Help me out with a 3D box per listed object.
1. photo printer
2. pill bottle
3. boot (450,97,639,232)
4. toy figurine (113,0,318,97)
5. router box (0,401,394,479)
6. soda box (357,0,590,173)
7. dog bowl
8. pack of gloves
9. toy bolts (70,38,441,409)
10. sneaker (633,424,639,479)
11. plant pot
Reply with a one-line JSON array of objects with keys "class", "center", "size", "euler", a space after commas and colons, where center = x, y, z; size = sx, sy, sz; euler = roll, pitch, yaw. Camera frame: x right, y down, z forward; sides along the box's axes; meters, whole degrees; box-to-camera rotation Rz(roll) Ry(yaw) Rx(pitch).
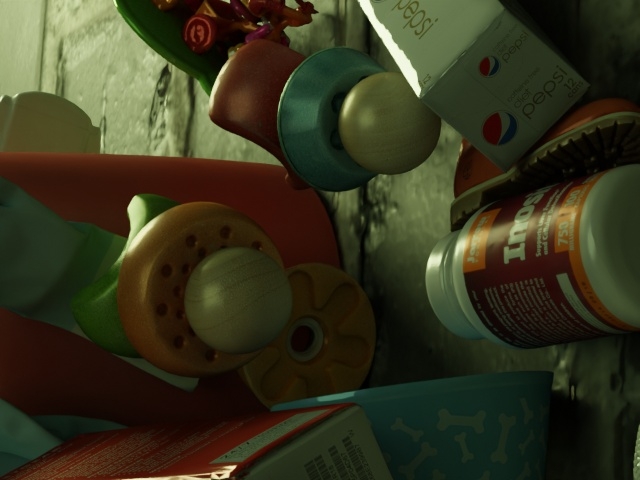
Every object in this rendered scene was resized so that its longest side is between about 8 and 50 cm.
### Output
[{"class": "photo printer", "center": [-0.292, 0.049, 1.494], "size": [0.307, 0.107, 0.256], "euler": [133, 152, -56]}, {"class": "pill bottle", "center": [0.127, 0.013, 0.942], "size": [0.152, 0.086, 0.086], "euler": [-17, 66, 54]}, {"class": "boot", "center": [0.128, -0.062, 0.998], "size": [0.158, 0.059, 0.084], "euler": [-27, 53, 52]}, {"class": "toy figurine", "center": [-0.045, -0.194, 1.275], "size": [0.159, 0.130, 0.173], "euler": [-49, 63, 23]}, {"class": "router box", "center": [-0.026, 0.262, 0.946], "size": [0.301, 0.082, 0.335], "euler": [-15, 101, 55]}, {"class": "soda box", "center": [0.078, -0.126, 1.021], "size": [0.069, 0.074, 0.216], "euler": [-47, 27, 12]}, {"class": "dog bowl", "center": [0.014, 0.133, 1.019], "size": [0.297, 0.166, 0.074], "euler": [-19, 76, 53]}, {"class": "pack of gloves", "center": [-0.180, 0.073, 1.067], "size": [0.195, 0.232, 0.046], "euler": [-64, 24, 5]}, {"class": "toy bolts", "center": [0.000, 0.000, 1.051], "size": [0.158, 0.218, 0.228], "euler": [10, 70, 58]}, {"class": "sneaker", "center": [0.210, 0.149, 0.792], "size": [0.126, 0.091, 0.240], "euler": [-1, 78, 38]}, {"class": "plant pot", "center": [-0.157, 0.055, 1.223], "size": [0.275, 0.243, 0.275], "euler": [-27, 57, 51]}]
